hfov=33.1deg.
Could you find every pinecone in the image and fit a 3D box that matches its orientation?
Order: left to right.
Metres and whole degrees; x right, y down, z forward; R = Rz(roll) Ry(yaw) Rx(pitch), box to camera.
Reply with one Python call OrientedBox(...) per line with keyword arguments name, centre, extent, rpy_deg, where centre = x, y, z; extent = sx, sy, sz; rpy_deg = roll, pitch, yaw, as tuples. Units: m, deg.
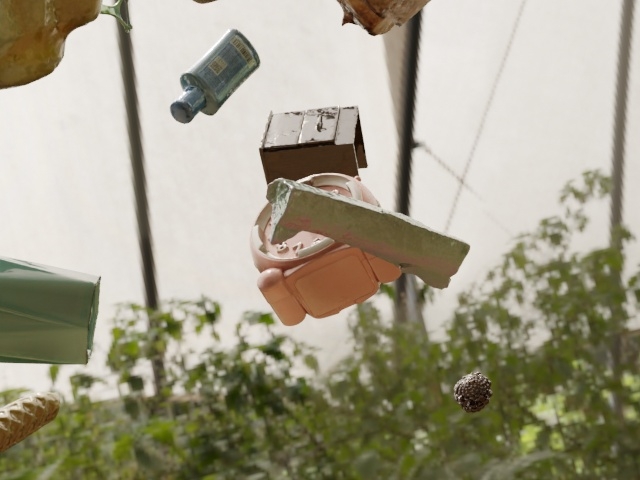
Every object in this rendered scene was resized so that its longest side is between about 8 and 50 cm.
OrientedBox(name="pinecone", centre=(0.297, 0.298, 2.085), extent=(0.077, 0.077, 0.083), rpy_deg=(-15, -44, 7))

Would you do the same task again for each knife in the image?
OrientedBox(name="knife", centre=(-0.419, -0.454, 2.124), extent=(0.023, 0.078, 0.166), rpy_deg=(-10, 3, 20))

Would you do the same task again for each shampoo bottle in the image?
OrientedBox(name="shampoo bottle", centre=(-0.215, -0.321, 2.146), extent=(0.061, 0.104, 0.258), rpy_deg=(-20, 25, 42))

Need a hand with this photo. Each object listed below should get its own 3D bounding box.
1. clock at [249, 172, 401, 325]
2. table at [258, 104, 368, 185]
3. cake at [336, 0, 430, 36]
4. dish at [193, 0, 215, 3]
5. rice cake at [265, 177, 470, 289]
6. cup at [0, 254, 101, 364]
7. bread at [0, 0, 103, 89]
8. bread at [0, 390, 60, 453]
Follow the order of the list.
OrientedBox(name="clock", centre=(0.000, 0.000, 1.755), extent=(0.227, 0.241, 0.142), rpy_deg=(-25, -48, 6))
OrientedBox(name="table", centre=(-0.010, -0.175, 2.251), extent=(0.193, 0.172, 0.169), rpy_deg=(-5, 34, 10))
OrientedBox(name="cake", centre=(0.120, -0.480, 1.762), extent=(0.293, 0.198, 0.196), rpy_deg=(-41, -8, 15))
OrientedBox(name="dish", centre=(-0.182, -0.475, 1.803), extent=(0.154, 0.064, 0.234), rpy_deg=(-22, -26, -10))
OrientedBox(name="rice cake", centre=(0.059, -0.005, 1.327), extent=(0.290, 0.081, 0.051), rpy_deg=(16, 0, -30))
OrientedBox(name="cup", centre=(-0.376, 0.074, 1.239), extent=(0.236, 0.148, 0.134), rpy_deg=(5, 9, -8))
OrientedBox(name="bread", centre=(-0.450, -0.378, 1.454), extent=(0.210, 0.341, 0.300), rpy_deg=(24, 46, 31))
OrientedBox(name="bread", centre=(-0.610, 0.364, 2.032), extent=(0.084, 0.077, 0.367), rpy_deg=(-20, 3, 22))
